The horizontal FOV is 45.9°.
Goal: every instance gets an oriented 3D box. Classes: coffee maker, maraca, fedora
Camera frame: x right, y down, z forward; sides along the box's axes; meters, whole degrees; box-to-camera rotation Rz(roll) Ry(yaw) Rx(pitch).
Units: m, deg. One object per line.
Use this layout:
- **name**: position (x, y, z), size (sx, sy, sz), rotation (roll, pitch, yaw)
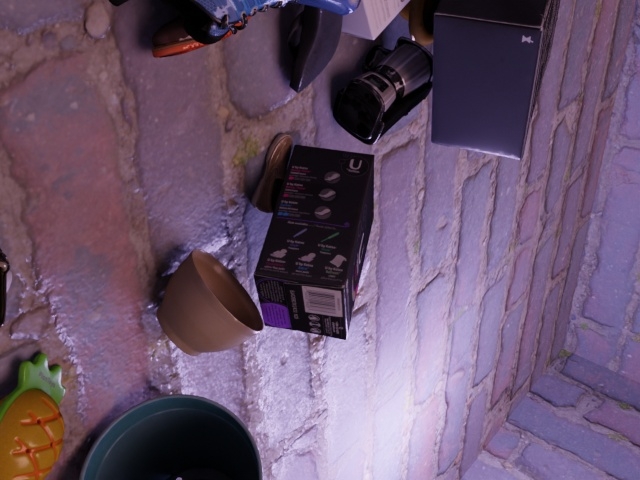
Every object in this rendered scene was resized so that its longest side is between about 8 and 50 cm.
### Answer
- **coffee maker**: position (0.118, -0.254, 1.375), size (0.178, 0.120, 0.171), rotation (-42, 142, -32)
- **maraca**: position (-0.384, 0.242, 0.989), size (0.127, 0.099, 0.186), rotation (72, 25, -57)
- **fedora**: position (0.196, -0.460, 1.393), size (0.194, 0.079, 0.194), rotation (-37, 143, -35)

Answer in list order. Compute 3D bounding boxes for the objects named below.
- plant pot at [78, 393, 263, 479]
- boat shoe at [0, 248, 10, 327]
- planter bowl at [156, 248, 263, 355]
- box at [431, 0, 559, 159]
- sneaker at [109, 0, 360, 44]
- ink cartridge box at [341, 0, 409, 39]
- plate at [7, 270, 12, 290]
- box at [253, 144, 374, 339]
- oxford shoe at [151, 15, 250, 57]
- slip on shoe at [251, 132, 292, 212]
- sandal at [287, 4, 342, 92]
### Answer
- **plant pot**: position (-0.218, 0.420, 1.211), size (0.272, 0.271, 0.255), rotation (-49, 160, -25)
- **boat shoe**: position (-0.376, 0.029, 0.853), size (0.056, 0.049, 0.152), rotation (2, 82, -70)
- **planter bowl**: position (-0.180, 0.109, 1.161), size (0.109, 0.162, 0.162), rotation (-40, 148, 8)
- **box**: position (0.312, -0.357, 1.333), size (0.296, 0.182, 0.294), rotation (81, 26, -52)
- **sneaker**: position (-0.106, -0.304, 0.912), size (0.330, 0.130, 0.147), rotation (2, 96, -24)
- **ink cartridge box**: position (0.098, -0.491, 1.191), size (0.283, 0.117, 0.207), rotation (-51, 144, -22)
- **plate**: position (-0.489, 0.122, 0.801), size (0.277, 0.045, 0.278), rotation (-62, 147, -5)
- **box**: position (0.000, 0.000, 1.236), size (0.165, 0.143, 0.270), rotation (86, 15, -54)
- **oxford shoe**: position (-0.134, -0.330, 1.005), size (0.271, 0.097, 0.098), rotation (-46, 122, -34)
- **slip on shoe**: position (-0.072, -0.110, 1.263), size (0.051, 0.041, 0.135), rotation (23, 91, -58)
- **sandal**: position (-0.008, -0.335, 1.155), size (0.097, 0.054, 0.254), rotation (-45, 164, -35)
